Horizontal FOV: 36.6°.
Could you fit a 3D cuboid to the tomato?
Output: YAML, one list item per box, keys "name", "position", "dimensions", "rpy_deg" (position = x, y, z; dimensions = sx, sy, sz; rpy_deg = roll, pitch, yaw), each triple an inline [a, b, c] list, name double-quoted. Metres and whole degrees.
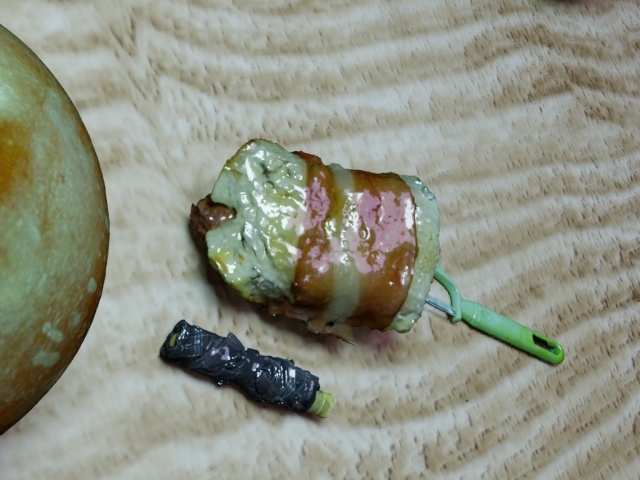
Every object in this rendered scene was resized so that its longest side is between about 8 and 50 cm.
- name: "tomato"
  position: [-0.236, -0.011, 0.488]
  dimensions: [0.270, 0.222, 0.270]
  rpy_deg: [21, 55, -32]

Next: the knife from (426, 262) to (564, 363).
- name: "knife"
  position: [0.155, 0.067, 0.912]
  dimensions: [0.212, 0.015, 0.054]
  rpy_deg: [27, 47, -27]

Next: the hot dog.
- name: "hot dog"
  position: [0.000, 0.000, 0.764]
  dimensions: [0.213, 0.103, 0.146]
  rpy_deg: [18, 80, -22]

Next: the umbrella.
- name: "umbrella"
  position: [-0.049, 0.097, 0.714]
  dimensions: [0.144, 0.040, 0.037]
  rpy_deg: [28, 46, -28]
